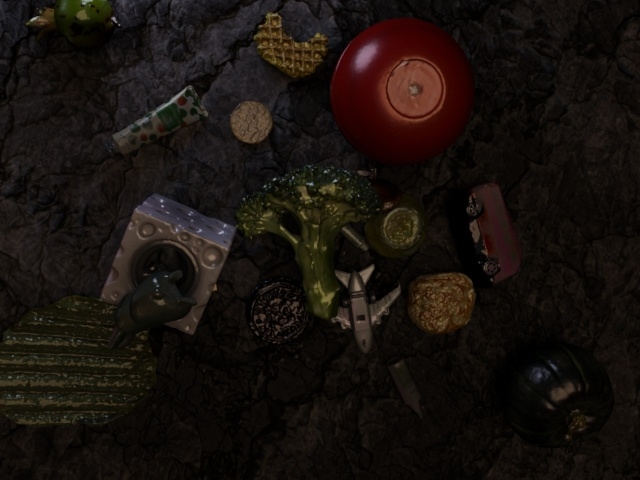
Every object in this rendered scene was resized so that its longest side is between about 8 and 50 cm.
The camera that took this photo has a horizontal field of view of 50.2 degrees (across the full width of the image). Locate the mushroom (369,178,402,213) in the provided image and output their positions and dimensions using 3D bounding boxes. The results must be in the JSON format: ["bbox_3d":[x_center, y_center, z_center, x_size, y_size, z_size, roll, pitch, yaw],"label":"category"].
[{"bbox_3d":[0.167,-0.124,1.897,0.123,0.123,0.052,-33,140,-7],"label":"mushroom"}]

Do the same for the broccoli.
[{"bbox_3d":[0.023,-0.017,1.794,0.274,0.353,0.397,-22,80,-51],"label":"broccoli"}]

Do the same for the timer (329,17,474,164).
[{"bbox_3d":[0.214,-0.387,1.796,0.377,0.279,0.378,-1,97,-9],"label":"timer"}]

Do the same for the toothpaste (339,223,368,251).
[{"bbox_3d":[0.062,-0.040,1.923,0.197,0.029,0.048,43,84,-9],"label":"toothpaste"}]

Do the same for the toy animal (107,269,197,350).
[{"bbox_3d":[-0.410,0.161,1.552,0.251,0.125,0.127,-33,134,23],"label":"toy animal"}]

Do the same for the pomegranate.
[{"bbox_3d":[-0.604,-0.531,1.674,0.220,0.156,0.156,-22,100,7],"label":"pomegranate"}]

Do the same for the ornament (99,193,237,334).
[{"bbox_3d":[-0.368,0.051,1.703,0.239,0.240,0.240,23,101,-7],"label":"ornament"}]

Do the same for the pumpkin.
[{"bbox_3d":[0.688,0.452,1.995,0.323,0.241,0.323,-6,112,-15],"label":"pumpkin"}]

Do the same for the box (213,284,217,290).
[{"bbox_3d":[-0.332,0.115,1.860,0.093,0.015,0.058,-9,100,-11],"label":"box"}]

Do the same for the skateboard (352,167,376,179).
[{"bbox_3d":[0.127,-0.186,1.894,0.063,0.083,0.032,2,96,-11],"label":"skateboard"}]

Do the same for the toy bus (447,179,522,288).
[{"bbox_3d":[0.469,-0.021,1.960,0.147,0.127,0.303,-22,100,-12],"label":"toy bus"}]

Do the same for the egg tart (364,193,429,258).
[{"bbox_3d":[0.221,-0.036,1.933,0.197,0.078,0.197,-1,98,-11],"label":"egg tart"}]

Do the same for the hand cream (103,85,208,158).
[{"bbox_3d":[-0.432,-0.300,1.781,0.276,0.059,0.095,-33,103,-12],"label":"hand cream"}]

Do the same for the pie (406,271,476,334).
[{"bbox_3d":[0.348,0.177,1.976,0.205,0.084,0.179,-7,96,-9],"label":"pie"}]

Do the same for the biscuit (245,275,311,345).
[{"bbox_3d":[-0.115,0.194,1.894,0.194,0.053,0.195,-1,95,-11],"label":"biscuit"}]

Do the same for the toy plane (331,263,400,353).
[{"bbox_3d":[0.108,0.199,1.919,0.251,0.101,0.255,-8,97,1],"label":"toy plane"}]

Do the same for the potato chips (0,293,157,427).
[{"bbox_3d":[-0.643,0.316,1.788,0.429,0.070,0.359,4,97,-12],"label":"potato chips"}]

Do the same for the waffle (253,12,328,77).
[{"bbox_3d":[-0.079,-0.524,1.834,0.194,0.051,0.149,33,88,-8],"label":"waffle"}]

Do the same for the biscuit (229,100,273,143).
[{"bbox_3d":[-0.187,-0.319,1.849,0.120,0.015,0.120,-1,96,-12],"label":"biscuit"}]

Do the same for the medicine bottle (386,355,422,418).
[{"bbox_3d":[0.255,0.436,1.995,0.057,0.057,0.199,-26,100,-8],"label":"medicine bottle"}]
